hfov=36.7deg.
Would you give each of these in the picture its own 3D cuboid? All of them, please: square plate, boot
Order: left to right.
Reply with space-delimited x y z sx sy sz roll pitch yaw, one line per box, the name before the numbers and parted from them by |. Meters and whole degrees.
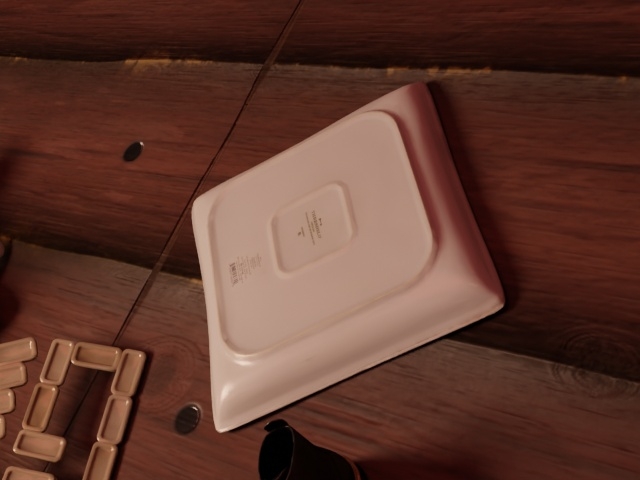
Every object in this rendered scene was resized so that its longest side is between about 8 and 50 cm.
boot | -0.009 0.265 0.838 0.077 0.137 0.198 -25 49 17
square plate | 0.000 0.000 1.085 0.344 0.049 0.347 -26 48 15

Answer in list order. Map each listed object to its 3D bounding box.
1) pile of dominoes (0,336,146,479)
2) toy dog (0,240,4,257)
pile of dominoes | -0.325 0.234 1.117 0.196 0.040 0.251 9 61 6
toy dog | -0.574 0.036 1.404 0.220 0.161 0.334 -27 62 11
